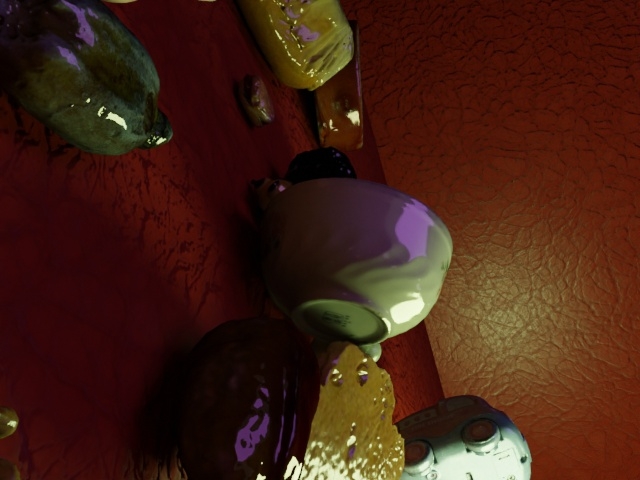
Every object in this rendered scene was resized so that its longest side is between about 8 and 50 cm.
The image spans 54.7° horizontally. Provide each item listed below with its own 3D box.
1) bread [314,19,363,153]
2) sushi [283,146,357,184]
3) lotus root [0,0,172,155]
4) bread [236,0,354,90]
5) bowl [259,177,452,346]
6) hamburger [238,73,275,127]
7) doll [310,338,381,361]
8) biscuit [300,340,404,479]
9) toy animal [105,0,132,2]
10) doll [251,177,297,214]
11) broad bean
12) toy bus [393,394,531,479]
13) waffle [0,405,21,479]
[{"bbox_3d":[0.044,-0.372,1.491,0.295,0.114,0.328,84,6,-49],"label":"bread"},{"bbox_3d":[0.012,-0.048,1.095,0.225,0.136,0.126,70,15,-49],"label":"sushi"},{"bbox_3d":[-0.182,-0.126,0.495,0.192,0.088,0.113,46,40,-66],"label":"lotus root"},{"bbox_3d":[-0.074,-0.471,1.176,0.389,0.183,0.236,57,6,-36],"label":"bread"},{"bbox_3d":[0.038,0.053,0.852,0.277,0.277,0.145,59,35,-49],"label":"bowl"},{"bbox_3d":[-0.104,-0.226,1.004,0.076,0.044,0.083,-89,157,-45],"label":"hamburger"},{"bbox_3d":[0.043,0.161,1.050,0.275,0.113,0.155,-76,169,-73],"label":"doll"},{"bbox_3d":[0.026,0.274,0.818,0.376,0.051,0.269,36,59,-53],"label":"biscuit"},{"bbox_3d":[-0.199,-0.302,0.503,0.248,0.149,0.165,57,15,13],"label":"toy animal"},{"bbox_3d":[0.000,-0.001,0.983,0.291,0.086,0.117,44,-8,-35],"label":"doll"},{"bbox_3d":[-0.067,0.159,0.576,0.228,0.122,0.156,-63,147,-65],"label":"broad bean"},{"bbox_3d":[0.275,0.440,1.304,0.232,0.294,0.197,-98,165,-69],"label":"toy bus"},{"bbox_3d":[-0.208,0.095,0.221,0.249,0.056,0.253,-30,106,-76],"label":"waffle"}]
